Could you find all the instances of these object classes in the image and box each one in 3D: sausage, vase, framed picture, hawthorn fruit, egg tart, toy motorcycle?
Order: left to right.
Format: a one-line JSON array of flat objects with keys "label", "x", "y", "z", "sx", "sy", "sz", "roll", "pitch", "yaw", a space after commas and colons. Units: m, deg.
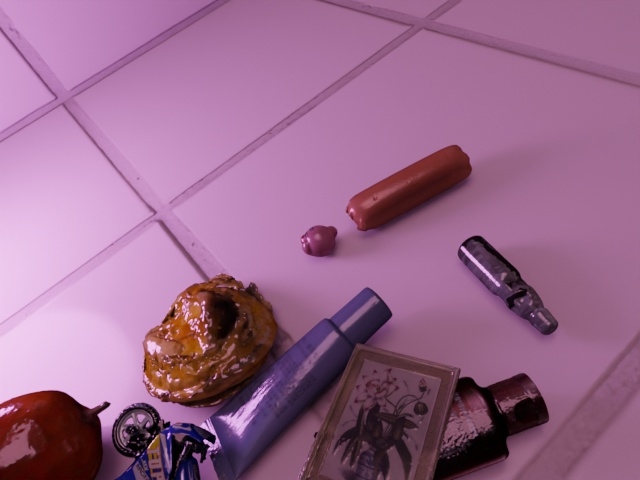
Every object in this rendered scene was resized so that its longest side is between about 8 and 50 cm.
[{"label": "hawthorn fruit", "x": -0.465, "y": 0.346, "z": 0.749, "sx": 0.249, "sy": 0.215, "sz": 0.215, "roll": -38, "pitch": 50, "yaw": -12}, {"label": "toy motorcycle", "x": -0.227, "y": 0.390, "z": 0.681, "sx": 0.168, "sy": 0.113, "sz": 0.316, "roll": -18, "pitch": 62, "yaw": 0}, {"label": "egg tart", "x": -0.222, "y": 0.163, "z": 0.853, "sx": 0.296, "sy": 0.132, "sz": 0.297, "roll": -16, "pitch": 37, "yaw": 12}, {"label": "framed picture", "x": 0.086, "y": 0.259, "z": 0.639, "sx": 0.172, "sy": 0.010, "sz": 0.231, "roll": 7, "pitch": 49, "yaw": 28}, {"label": "sausage", "x": 0.189, "y": -0.111, "z": 0.968, "sx": 0.288, "sy": 0.086, "sz": 0.086, "roll": -28, "pitch": 48, "yaw": -5}, {"label": "vase", "x": 0.322, "y": 0.076, "z": 0.782, "sx": 0.059, "sy": 0.060, "sz": 0.211, "roll": -30, "pitch": 49, "yaw": -5}]

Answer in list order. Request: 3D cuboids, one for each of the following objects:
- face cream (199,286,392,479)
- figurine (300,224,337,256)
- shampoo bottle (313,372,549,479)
[{"label": "face cream", "x": -0.038, "y": 0.231, "z": 0.770, "sx": 0.385, "sy": 0.086, "sz": 0.135, "roll": -41, "pitch": 40, "yaw": -7}, {"label": "figurine", "x": 0.000, "y": 0.000, "z": 0.954, "sx": 0.083, "sy": 0.071, "sz": 0.067, "roll": -34, "pitch": 90, "yaw": 1}, {"label": "shampoo bottle", "x": 0.158, "y": 0.282, "z": 0.657, "sx": 0.322, "sy": 0.084, "sz": 0.129, "roll": -22, "pitch": 46, "yaw": 0}]
